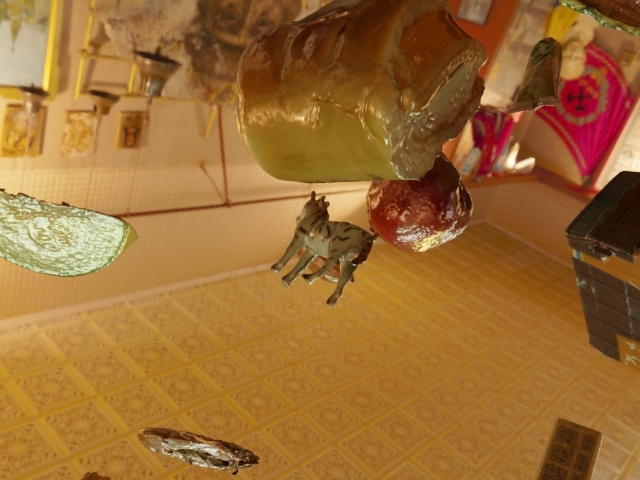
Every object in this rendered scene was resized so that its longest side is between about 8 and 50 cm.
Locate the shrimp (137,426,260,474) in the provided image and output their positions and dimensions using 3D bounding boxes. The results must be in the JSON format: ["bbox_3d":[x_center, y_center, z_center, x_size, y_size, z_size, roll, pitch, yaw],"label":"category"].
[{"bbox_3d":[-0.156,0.280,0.835,0.101,0.042,0.190,-13,147,44],"label":"shrimp"}]

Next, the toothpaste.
[{"bbox_3d":[0.370,-0.280,1.049,0.078,0.047,0.248,-6,-144,30],"label":"toothpaste"}]

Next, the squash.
[{"bbox_3d":[-0.381,-0.034,0.914,0.237,0.204,0.155,15,-137,-7],"label":"squash"}]

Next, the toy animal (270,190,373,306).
[{"bbox_3d":[-0.014,0.011,1.107,0.090,0.170,0.255,49,177,-40],"label":"toy animal"}]

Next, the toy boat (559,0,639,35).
[{"bbox_3d":[0.412,-0.376,0.913,0.293,0.108,0.099,34,-160,2],"label":"toy boat"}]

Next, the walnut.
[{"bbox_3d":[0.013,0.035,1.597,0.207,0.116,0.116,45,-150,16],"label":"walnut"}]

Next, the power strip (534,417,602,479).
[{"bbox_3d":[0.449,0.446,1.162,0.092,0.034,0.268,16,-136,27],"label":"power strip"}]

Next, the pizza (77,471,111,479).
[{"bbox_3d":[-0.512,0.511,1.012,0.114,0.409,0.278,59,172,-5],"label":"pizza"}]

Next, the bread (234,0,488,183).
[{"bbox_3d":[0.029,-0.218,0.862,0.341,0.210,0.300,5,-145,43],"label":"bread"}]

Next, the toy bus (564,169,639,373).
[{"bbox_3d":[0.491,0.065,0.917,0.194,0.162,0.323,33,161,47],"label":"toy bus"}]

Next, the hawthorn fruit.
[{"bbox_3d":[0.189,-0.063,1.321,0.210,0.266,0.230,48,-166,16],"label":"hawthorn fruit"}]
